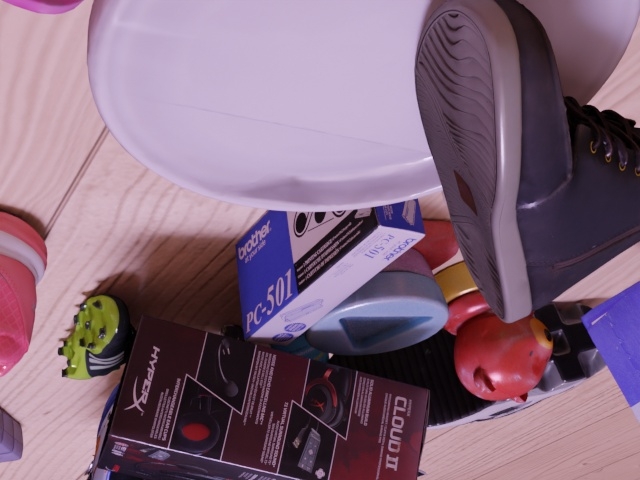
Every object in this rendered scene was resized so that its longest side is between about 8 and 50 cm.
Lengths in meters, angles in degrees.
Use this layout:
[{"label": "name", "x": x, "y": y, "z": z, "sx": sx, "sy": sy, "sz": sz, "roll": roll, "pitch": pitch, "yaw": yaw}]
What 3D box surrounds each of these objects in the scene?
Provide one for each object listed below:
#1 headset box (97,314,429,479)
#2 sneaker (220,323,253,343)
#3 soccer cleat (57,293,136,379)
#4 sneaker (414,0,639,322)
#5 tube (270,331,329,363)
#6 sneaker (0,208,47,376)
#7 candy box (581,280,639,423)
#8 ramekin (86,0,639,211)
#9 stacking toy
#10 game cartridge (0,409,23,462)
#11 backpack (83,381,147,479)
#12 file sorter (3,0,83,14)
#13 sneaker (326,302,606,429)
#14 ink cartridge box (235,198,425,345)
[{"label": "headset box", "x": -0.048, "y": 0.181, "z": 0.888, "sx": 0.293, "sy": 0.110, "sz": 0.218, "roll": 16, "pitch": 157, "yaw": -11}, {"label": "sneaker", "x": -0.089, "y": 0.109, "z": 1.028, "sx": 0.035, "sy": 0.031, "sz": 0.083, "roll": -14, "pitch": 159, "yaw": -20}, {"label": "soccer cleat", "x": -0.208, "y": 0.094, "z": 0.940, "sx": 0.072, "sy": 0.060, "sz": 0.179, "roll": -4, "pitch": 160, "yaw": -29}, {"label": "sneaker", "x": 0.122, "y": -0.055, "z": 0.479, "sx": 0.118, "sy": 0.083, "sz": 0.222, "roll": -28, "pitch": 145, "yaw": -5}, {"label": "tube", "x": -0.024, "y": 0.103, "z": 1.014, "sx": 0.080, "sy": 0.052, "sz": 0.207, "roll": -28, "pitch": 149, "yaw": -10}, {"label": "sneaker", "x": -0.360, "y": 0.038, "z": 0.700, "sx": 0.313, "sy": 0.136, "sz": 0.116, "roll": 6, "pitch": 148, "yaw": -24}, {"label": "candy box", "x": 0.445, "y": 0.137, "z": 0.900, "sx": 0.317, "sy": 0.268, "sz": 0.122, "roll": -10, "pitch": 155, "yaw": -34}, {"label": "ramekin", "x": 0.015, "y": -0.134, "z": 0.496, "sx": 0.272, "sy": 0.127, "sz": 0.273, "roll": -7, "pitch": 152, "yaw": -4}, {"label": "stacking toy", "x": 0.150, "y": 0.046, "z": 0.865, "sx": 0.309, "sy": 0.130, "sz": 0.279, "roll": 14, "pitch": 145, "yaw": -36}, {"label": "game cartridge", "x": -0.553, "y": 0.231, "z": 1.089, "sx": 0.355, "sy": 0.068, "sz": 0.230, "roll": -9, "pitch": 156, "yaw": 0}, {"label": "backpack", "x": -0.143, "y": 0.270, "z": 1.087, "sx": 0.276, "sy": 0.213, "sz": 0.263, "roll": 1, "pitch": 112, "yaw": -25}, {"label": "file sorter", "x": -0.152, "y": -0.169, "z": 0.307, "sx": 0.290, "sy": 0.202, "sz": 0.182, "roll": -28, "pitch": 148, "yaw": 32}, {"label": "sneaker", "x": 0.161, "y": 0.164, "z": 1.094, "sx": 0.330, "sy": 0.122, "sz": 0.146, "roll": -6, "pitch": 154, "yaw": -10}, {"label": "ink cartridge box", "x": 0.000, "y": 0.000, "z": 0.772, "sx": 0.046, "sy": 0.097, "sz": 0.207, "roll": 10, "pitch": 147, "yaw": -31}]
